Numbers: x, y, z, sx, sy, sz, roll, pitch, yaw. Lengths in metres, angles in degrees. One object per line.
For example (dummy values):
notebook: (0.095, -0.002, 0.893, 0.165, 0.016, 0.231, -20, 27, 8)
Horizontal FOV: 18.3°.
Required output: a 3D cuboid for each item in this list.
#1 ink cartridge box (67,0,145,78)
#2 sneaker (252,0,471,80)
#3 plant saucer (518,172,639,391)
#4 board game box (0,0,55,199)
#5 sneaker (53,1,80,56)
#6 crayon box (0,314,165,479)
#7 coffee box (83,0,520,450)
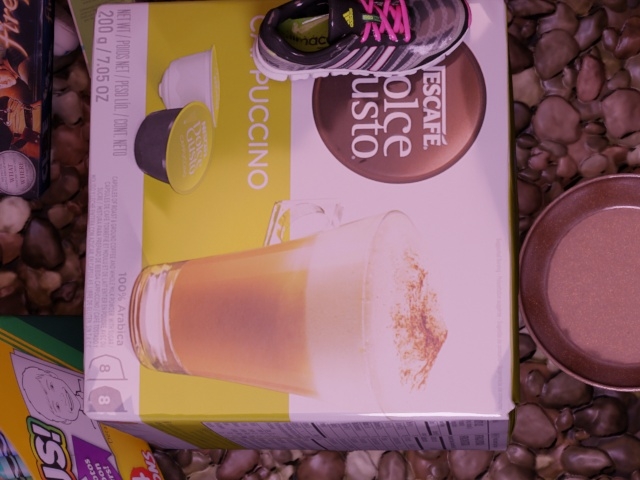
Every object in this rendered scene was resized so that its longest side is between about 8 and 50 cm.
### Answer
ink cartridge box: (-0.204, -0.241, 1.860, 0.062, 0.109, 0.209, -18, 79, 2)
sneaker: (0.029, -0.160, 1.499, 0.170, 0.075, 0.063, -7, 76, 4)
plant saucer: (0.276, 0.039, 1.801, 0.198, 0.036, 0.198, -1, 81, 5)
board game box: (-0.330, -0.166, 1.834, 0.165, 0.042, 0.243, 7, 112, 7)
sneaker: (-0.349, -0.205, 1.893, 0.240, 0.091, 0.126, 28, 103, 9)
crayon box: (-0.243, 0.239, 1.661, 0.106, 0.313, 0.363, -33, 74, 22)
coffee box: (0.000, 0.000, 1.680, 0.334, 0.338, 0.337, 0, 80, 5)
